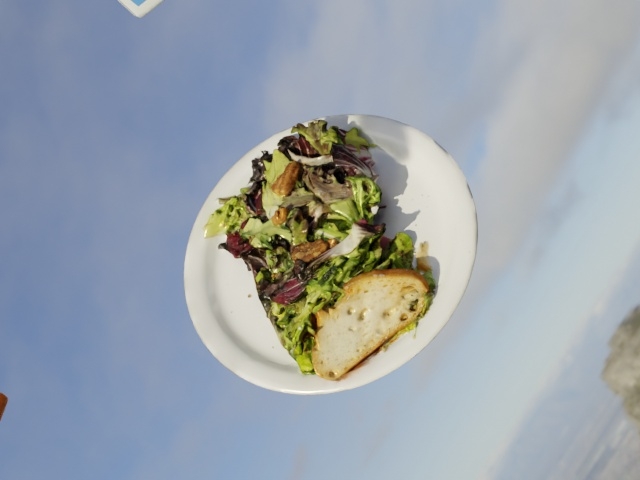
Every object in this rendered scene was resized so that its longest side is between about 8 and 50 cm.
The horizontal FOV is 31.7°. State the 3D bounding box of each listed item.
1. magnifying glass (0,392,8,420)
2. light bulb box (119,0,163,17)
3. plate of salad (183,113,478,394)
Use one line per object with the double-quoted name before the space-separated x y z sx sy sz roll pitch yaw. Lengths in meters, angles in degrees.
"magnifying glass" -0.283 0.217 0.835 0.092 0.026 0.231 -43 26 51
"light bulb box" -0.092 -0.467 1.080 0.361 0.225 0.358 -26 33 39
"plate of salad" 0.000 0.000 0.718 0.200 0.200 0.048 -54 -31 -10
